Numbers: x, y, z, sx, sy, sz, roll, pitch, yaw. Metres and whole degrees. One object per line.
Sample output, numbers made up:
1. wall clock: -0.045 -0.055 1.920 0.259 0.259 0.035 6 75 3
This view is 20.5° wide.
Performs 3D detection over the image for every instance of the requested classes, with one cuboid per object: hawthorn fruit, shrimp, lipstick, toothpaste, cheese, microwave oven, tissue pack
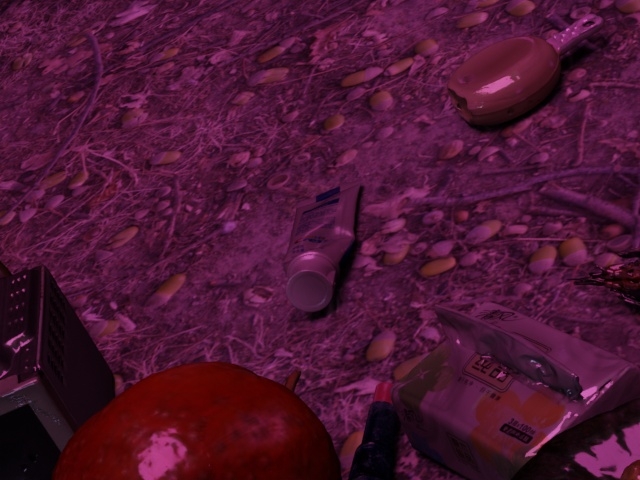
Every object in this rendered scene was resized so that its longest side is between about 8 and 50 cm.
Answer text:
1. hawthorn fruit: -0.101 0.234 1.712 0.287 0.287 0.330 -1 35 38
2. shrimp: 0.356 0.041 1.837 0.233 0.079 0.090 -4 76 39
3. lipstick: 0.057 0.227 1.830 0.053 0.053 0.234 -15 28 21
4. toothpaste: 0.000 0.000 2.213 0.096 0.061 0.266 -20 24 16
5. cheese: 0.274 -0.232 2.323 0.227 0.064 0.137 -32 32 -10
6. microwave oven: -0.442 0.217 2.067 0.355 0.218 0.286 -24 32 7
7. tissue pack: 0.189 0.148 1.736 0.159 0.145 0.229 -40 32 -18

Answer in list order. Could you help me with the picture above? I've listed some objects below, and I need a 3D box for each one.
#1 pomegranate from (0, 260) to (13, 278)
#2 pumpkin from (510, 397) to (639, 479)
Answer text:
1. pomegranate: -0.460 0.090 2.350 0.180 0.180 0.210 5 5 43
2. pumpkin: 0.276 0.252 1.449 0.300 0.207 0.300 -20 32 13
